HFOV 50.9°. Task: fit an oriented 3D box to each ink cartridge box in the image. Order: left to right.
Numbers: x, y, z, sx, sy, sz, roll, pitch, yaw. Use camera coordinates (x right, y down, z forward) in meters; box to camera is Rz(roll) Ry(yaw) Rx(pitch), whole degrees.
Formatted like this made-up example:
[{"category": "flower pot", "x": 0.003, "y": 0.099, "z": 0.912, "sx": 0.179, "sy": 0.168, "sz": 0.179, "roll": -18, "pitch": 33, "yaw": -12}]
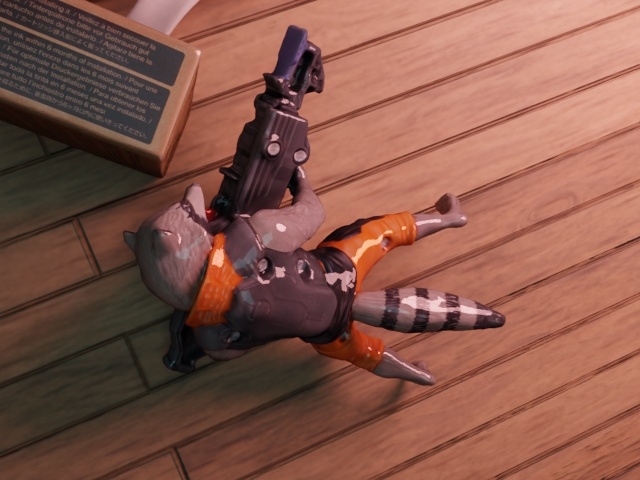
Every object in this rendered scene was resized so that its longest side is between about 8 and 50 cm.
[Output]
[{"category": "ink cartridge box", "x": -0.202, "y": -0.126, "z": 0.534, "sx": 0.193, "sy": 0.235, "sz": 0.088, "roll": 21, "pitch": 88, "yaw": -13}]

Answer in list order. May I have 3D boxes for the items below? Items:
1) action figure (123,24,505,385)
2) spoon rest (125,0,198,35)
[{"category": "action figure", "x": 0.000, "y": 0.000, "z": 0.597, "sx": 0.330, "sy": 0.178, "sz": 0.341, "roll": 5, "pitch": 110, "yaw": -30}, {"category": "spoon rest", "x": -0.090, "y": -0.273, "z": 0.629, "sx": 0.137, "sy": 0.084, "sz": 0.276, "roll": 38, "pitch": 85, "yaw": -12}]
